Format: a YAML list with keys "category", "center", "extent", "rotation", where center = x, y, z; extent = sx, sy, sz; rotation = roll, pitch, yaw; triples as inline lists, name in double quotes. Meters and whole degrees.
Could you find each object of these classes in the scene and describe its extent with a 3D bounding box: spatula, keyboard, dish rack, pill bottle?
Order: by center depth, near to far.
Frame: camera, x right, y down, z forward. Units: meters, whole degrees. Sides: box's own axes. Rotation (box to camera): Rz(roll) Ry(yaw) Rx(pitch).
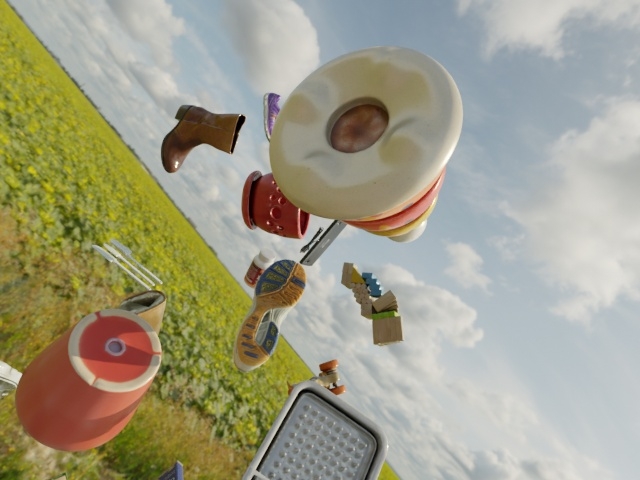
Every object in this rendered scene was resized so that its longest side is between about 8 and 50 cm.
- category: "dish rack"
  center: [-0.016, 0.532, 1.068]
  extent: [0.286, 0.332, 0.072]
  rotation: [35, -34, -3]
- category: "spatula"
  center: [-0.660, 0.082, 1.596]
  extent: [0.242, 0.019, 0.168]
  rotation: [39, 3, -4]
- category: "pill bottle"
  center: [-0.232, 0.109, 1.784]
  extent: [0.086, 0.152, 0.086]
  rotation: [23, 28, -13]
- category: "keyboard"
  center: [0.000, 0.000, 2.300]
  extent: [0.033, 0.317, 0.202]
  rotation: [45, 12, 26]

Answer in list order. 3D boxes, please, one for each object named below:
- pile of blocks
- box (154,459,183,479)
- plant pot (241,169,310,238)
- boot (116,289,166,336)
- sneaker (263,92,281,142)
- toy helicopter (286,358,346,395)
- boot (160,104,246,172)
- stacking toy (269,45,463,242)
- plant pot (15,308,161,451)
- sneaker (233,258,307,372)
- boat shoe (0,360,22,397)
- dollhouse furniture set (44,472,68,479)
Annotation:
- category: "pile of blocks"
  center: [0.204, 0.222, 1.657]
  extent: [0.113, 0.149, 0.362]
  rotation: [38, 20, -57]
- category: "box"
  center: [-0.516, 0.849, 1.521]
  extent: [0.036, 0.136, 0.225]
  rotation: [53, -9, -20]
- category: "plant pot"
  center: [-0.122, -0.103, 1.287]
  extent: [0.174, 0.191, 0.191]
  rotation: [5, -21, 7]
- category: "boot"
  center: [-0.529, 0.266, 1.211]
  extent: [0.089, 0.236, 0.269]
  rotation: [41, -46, 22]
- category: "sneaker"
  center: [-0.150, -0.397, 1.496]
  extent: [0.068, 0.071, 0.169]
  rotation: [-137, -134, -84]
- category: "toy helicopter"
  center: [-0.040, 0.574, 1.823]
  extent: [0.355, 0.235, 0.140]
  rotation: [56, 17, -73]
- category: "boot"
  center: [-0.406, -0.334, 1.604]
  extent: [0.281, 0.263, 0.096]
  rotation: [19, -9, 26]
- category: "stacking toy"
  center: [0.145, -0.121, 0.966]
  extent: [0.351, 0.350, 0.480]
  rotation: [43, 0, 34]
- category: "plant pot"
  center: [-0.501, 0.294, 1.034]
  extent: [0.275, 0.243, 0.274]
  rotation: [29, 37, -24]
- category: "sneaker"
  center: [-0.132, 0.173, 1.092]
  extent: [0.112, 0.296, 0.131]
  rotation: [31, -39, -3]
- category: "boat shoe"
  center: [-0.967, 0.416, 1.340]
  extent: [0.121, 0.119, 0.335]
  rotation: [28, -30, -8]
- category: "dollhouse furniture set"
  center: [-0.613, 0.588, 1.081]
  extent: [0.152, 0.059, 0.076]
  rotation: [-26, -102, 48]
